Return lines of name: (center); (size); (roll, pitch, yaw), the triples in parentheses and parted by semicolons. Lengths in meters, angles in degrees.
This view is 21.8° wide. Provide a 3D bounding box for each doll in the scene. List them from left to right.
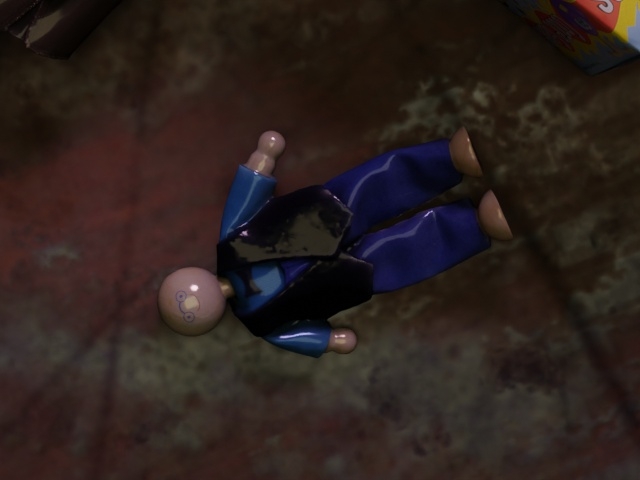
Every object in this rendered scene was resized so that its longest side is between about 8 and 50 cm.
doll: (0.000, 0.000, 0.882); (0.189, 0.046, 0.129); (-24, 102, 6)

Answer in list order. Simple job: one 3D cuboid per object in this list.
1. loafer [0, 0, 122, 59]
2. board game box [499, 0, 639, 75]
loafer: (-0.138, -0.135, 0.866); (0.220, 0.080, 0.078); (-20, 102, 5)
board game box: (0.085, -0.225, 0.827); (0.275, 0.142, 0.144); (38, 91, -2)
